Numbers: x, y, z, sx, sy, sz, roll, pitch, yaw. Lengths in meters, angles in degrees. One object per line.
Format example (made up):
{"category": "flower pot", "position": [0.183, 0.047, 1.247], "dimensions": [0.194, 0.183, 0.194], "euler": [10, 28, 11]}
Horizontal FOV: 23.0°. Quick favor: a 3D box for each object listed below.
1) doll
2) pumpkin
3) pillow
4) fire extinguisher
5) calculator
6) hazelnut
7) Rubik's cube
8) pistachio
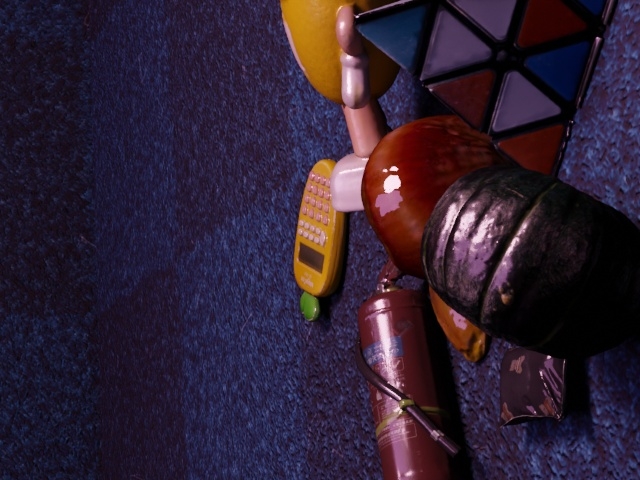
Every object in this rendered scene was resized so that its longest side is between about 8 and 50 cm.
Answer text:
{"category": "doll", "position": [0.037, -0.242, 1.897], "dimensions": [0.348, 0.161, 0.423], "euler": [78, -179, -81]}
{"category": "pumpkin", "position": [0.205, 0.022, 1.491], "dimensions": [0.162, 0.220, 0.220], "euler": [-61, 26, 6]}
{"category": "pillow", "position": [0.226, 0.148, 1.655], "dimensions": [0.150, 0.048, 0.090], "euler": [154, 113, -69]}
{"category": "fire extinguisher", "position": [0.109, 0.166, 1.888], "dimensions": [0.141, 0.105, 0.341], "euler": [-35, 56, 46]}
{"category": "calculator", "position": [0.000, 0.000, 2.267], "dimensions": [0.146, 0.032, 0.234], "euler": [-152, 67, -67]}
{"category": "hazelnut", "position": [0.135, -0.058, 1.755], "dimensions": [0.204, 0.178, 0.178], "euler": [-65, -7, -55]}
{"category": "Rubik's cube", "position": [0.239, -0.258, 1.637], "dimensions": [0.234, 0.284, 0.250], "euler": [-34, 21, 42]}
{"category": "pistachio", "position": [0.155, 0.058, 1.841], "dimensions": [0.089, 0.049, 0.173], "euler": [140, 128, -63]}
